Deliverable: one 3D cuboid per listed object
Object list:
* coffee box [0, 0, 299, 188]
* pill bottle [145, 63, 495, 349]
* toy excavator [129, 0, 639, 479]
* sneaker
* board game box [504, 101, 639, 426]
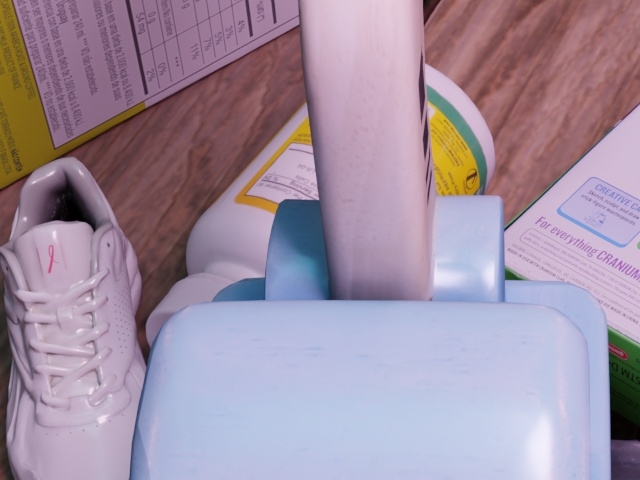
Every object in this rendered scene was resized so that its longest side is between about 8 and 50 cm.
[{"bbox_3d":[-0.222,-0.291,0.954,0.334,0.338,0.337,-32,53,-21],"label":"coffee box"},{"bbox_3d":[0.000,0.000,0.814,0.118,0.117,0.208,23,54,25],"label":"pill bottle"},{"bbox_3d":[0.027,0.026,0.565,0.222,0.445,0.433,2,49,8],"label":"toy excavator"},{"bbox_3d":[-0.138,0.049,0.787,0.090,0.115,0.232,-14,48,-6],"label":"sneaker"},{"bbox_3d":[0.274,-0.010,0.780,0.242,0.064,0.316,32,58,30],"label":"board game box"}]
